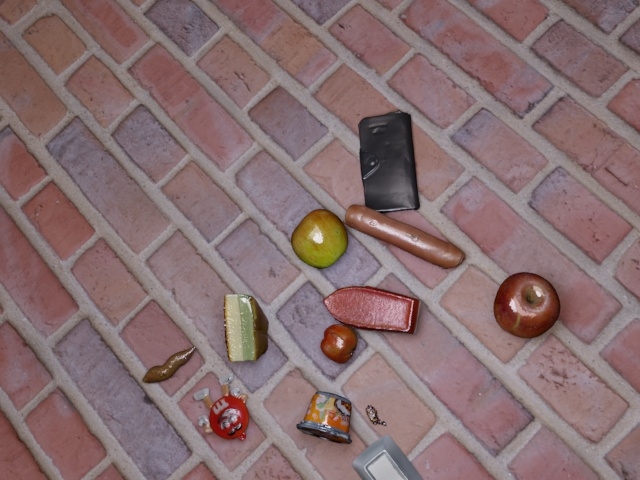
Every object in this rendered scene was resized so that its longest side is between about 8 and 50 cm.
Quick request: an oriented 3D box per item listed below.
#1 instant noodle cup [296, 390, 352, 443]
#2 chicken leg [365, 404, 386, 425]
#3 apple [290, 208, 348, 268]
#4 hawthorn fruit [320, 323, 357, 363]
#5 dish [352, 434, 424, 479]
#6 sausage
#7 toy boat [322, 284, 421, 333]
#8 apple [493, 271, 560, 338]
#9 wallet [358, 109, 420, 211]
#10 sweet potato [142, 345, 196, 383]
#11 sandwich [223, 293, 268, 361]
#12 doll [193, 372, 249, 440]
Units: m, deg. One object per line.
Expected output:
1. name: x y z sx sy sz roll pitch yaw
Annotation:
1. instant noodle cup: 0.026 0.551 1.799 0.208 0.177 0.126 -5 56 39
2. chicken leg: 0.173 0.566 1.835 0.036 0.021 0.083 -35 74 -10
3. apple: 0.000 0.000 1.917 0.196 0.196 0.196 -2 76 9
4. hawthorn fruit: 0.060 0.335 1.866 0.128 0.128 0.128 -2 76 9
5. dish: 0.220 0.736 1.763 0.154 0.064 0.234 -39 75 -2
6. sausage: 0.276 -0.011 1.913 0.419 0.094 0.094 25 107 9
7. toy boat: 0.161 0.223 1.877 0.331 0.133 0.145 8 82 22
8. apple: 0.636 0.204 1.783 0.201 0.162 0.201 -1 67 1
9. wallet: 0.237 -0.276 2.021 0.197 0.051 0.378 -5 74 9
10. sweet potato: -0.515 0.433 1.966 0.218 0.051 0.065 -31 71 1
11. sandwich: -0.243 0.272 1.892 0.108 0.186 0.220 -4 92 8
12. doll: -0.318 0.566 1.886 0.183 0.085 0.217 -31 64 0
